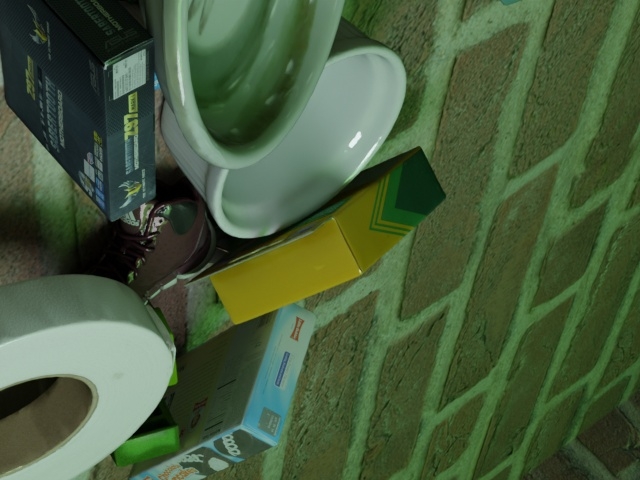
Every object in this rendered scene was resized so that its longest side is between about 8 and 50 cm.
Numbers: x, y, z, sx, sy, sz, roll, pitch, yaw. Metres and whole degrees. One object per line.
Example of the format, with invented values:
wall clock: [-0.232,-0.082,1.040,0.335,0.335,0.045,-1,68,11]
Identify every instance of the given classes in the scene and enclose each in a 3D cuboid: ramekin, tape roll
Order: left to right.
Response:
tape roll: [-0.347,0.181,1.751,0.392,0.072,0.392,-25,153,-14]
ramekin: [-0.048,-0.148,1.827,0.277,0.135,0.277,-34,154,-19]

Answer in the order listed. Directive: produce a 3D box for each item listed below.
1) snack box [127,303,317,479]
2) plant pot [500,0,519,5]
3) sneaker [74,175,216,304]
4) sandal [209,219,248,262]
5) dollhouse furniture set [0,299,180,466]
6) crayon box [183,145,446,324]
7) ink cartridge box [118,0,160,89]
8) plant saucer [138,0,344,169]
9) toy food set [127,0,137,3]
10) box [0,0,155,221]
snack box: [-0.133,0.209,2.089,0.322,0.060,0.187,-31,-146,52]
plant pot: [0.261,-0.401,1.880,0.234,0.166,0.165,-39,157,9]
sneaker: [-0.240,0.017,1.861,0.281,0.106,0.162,-43,153,-28]
sandal: [-0.104,0.019,2.098,0.090,0.060,0.219,-44,156,1]
dollhouse furniture set: [-0.340,0.182,1.996,0.301,0.151,0.198,-14,125,-18]
crayon box: [0.000,0.000,1.990,0.203,0.083,0.323,-23,-172,33]
ink cartridge box: [-0.154,-0.202,1.631,0.122,0.088,0.052,-16,144,-45]
plant saucer: [-0.080,-0.271,1.517,0.400,0.100,0.401,15,90,-70]
toy food set: [-0.169,-0.269,1.584,0.082,0.020,0.083,-23,149,-38]
box: [-0.227,-0.153,1.485,0.059,0.183,0.233,-31,154,-25]
